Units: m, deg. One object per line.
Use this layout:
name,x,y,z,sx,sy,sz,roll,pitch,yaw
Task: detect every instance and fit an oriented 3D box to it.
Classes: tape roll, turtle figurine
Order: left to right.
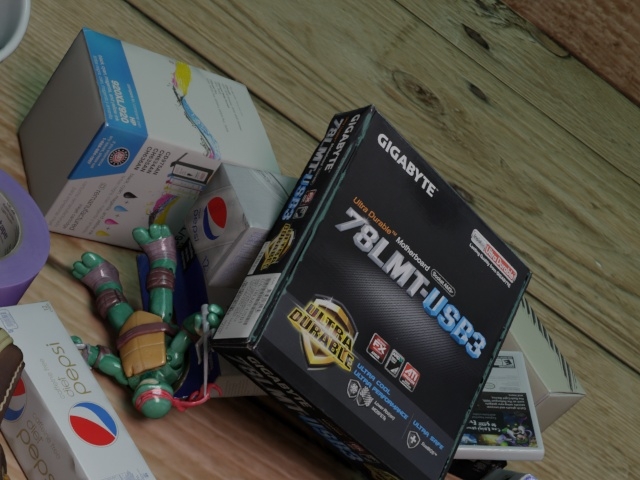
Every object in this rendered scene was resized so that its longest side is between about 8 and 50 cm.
tape roll,-0.365,-0.002,1.135,0.189,0.080,0.189,29,31,-20
turtle figurine,-0.182,0.097,1.183,0.175,0.118,0.234,-14,47,-6

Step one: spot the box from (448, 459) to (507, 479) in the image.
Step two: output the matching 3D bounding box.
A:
box,0.187,0.250,1.450,0.062,0.052,0.083,28,32,-21

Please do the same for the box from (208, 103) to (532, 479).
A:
box,0.065,0.066,1.200,0.295,0.073,0.293,44,61,-29

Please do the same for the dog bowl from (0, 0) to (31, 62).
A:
dog bowl,-0.458,-0.286,1.291,0.265,0.104,0.264,27,52,-40

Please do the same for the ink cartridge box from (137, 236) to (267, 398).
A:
ink cartridge box,-0.081,0.075,1.300,0.224,0.045,0.223,-1,45,-16

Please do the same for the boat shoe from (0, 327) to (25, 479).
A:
boat shoe,-0.296,0.212,0.902,0.123,0.123,0.342,40,33,-16

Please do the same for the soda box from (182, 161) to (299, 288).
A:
soda box,0.000,0.000,1.278,0.286,0.091,0.098,10,41,-38

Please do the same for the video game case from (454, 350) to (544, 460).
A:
video game case,0.166,0.198,1.437,0.191,0.022,0.173,3,37,-3

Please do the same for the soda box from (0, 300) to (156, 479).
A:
soda box,-0.240,0.161,1.065,0.069,0.074,0.216,-6,54,-51

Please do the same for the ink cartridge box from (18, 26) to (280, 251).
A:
ink cartridge box,-0.199,-0.101,1.361,0.233,0.171,0.168,14,39,-37

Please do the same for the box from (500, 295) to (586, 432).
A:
box,0.235,0.130,1.606,0.094,0.113,0.275,8,44,-45

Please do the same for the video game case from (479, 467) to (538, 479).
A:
video game case,0.284,0.361,1.273,0.269,0.061,0.244,45,-8,7
